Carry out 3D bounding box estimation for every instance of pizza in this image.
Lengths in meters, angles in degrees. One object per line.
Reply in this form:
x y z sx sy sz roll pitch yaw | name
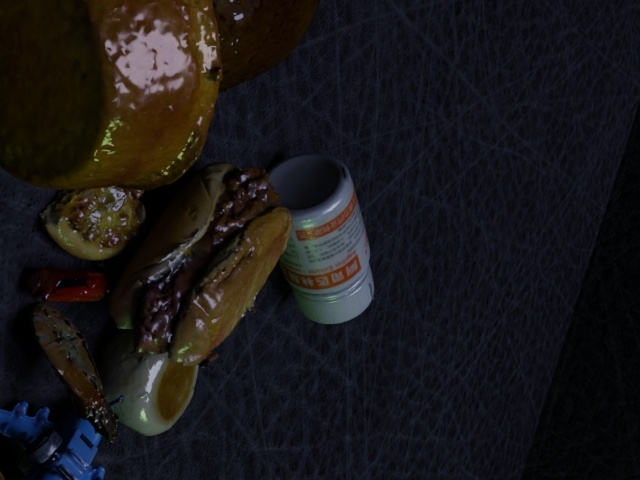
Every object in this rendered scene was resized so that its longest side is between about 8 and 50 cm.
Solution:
-0.256 -0.040 1.488 0.175 0.046 0.134 -13 114 -60 | pizza

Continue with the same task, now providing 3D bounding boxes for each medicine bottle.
0.000 0.000 1.899 0.144 0.144 0.252 -59 150 -31 | medicine bottle

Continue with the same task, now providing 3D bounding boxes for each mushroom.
-0.143 -0.338 1.364 0.356 0.331 0.334 27 120 -29 | mushroom

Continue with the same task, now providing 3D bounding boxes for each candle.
-0.287 0.048 1.483 0.048 0.053 0.162 64 18 12 | candle

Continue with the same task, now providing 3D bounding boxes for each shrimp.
-0.279 0.150 1.435 0.043 0.184 0.091 -34 168 10 | shrimp

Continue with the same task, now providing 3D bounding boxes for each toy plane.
-0.297 0.255 1.450 0.254 0.105 0.271 51 30 -15 | toy plane

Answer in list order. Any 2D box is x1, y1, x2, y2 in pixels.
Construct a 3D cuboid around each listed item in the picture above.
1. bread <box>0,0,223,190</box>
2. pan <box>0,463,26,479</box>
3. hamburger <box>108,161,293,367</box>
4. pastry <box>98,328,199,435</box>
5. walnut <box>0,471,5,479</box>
-0.233 -0.186 1.206 0.172 0.312 0.312 -23 123 -42 | bread
-0.390 0.310 1.404 0.212 0.040 0.115 2 95 -63 | pan
-0.139 0.017 1.589 0.245 0.155 0.282 -65 171 9 | hamburger
-0.216 0.169 1.617 0.156 0.092 0.156 -37 136 -47 | pastry
-0.402 0.290 1.185 0.261 0.225 0.225 -9 111 -56 | walnut
